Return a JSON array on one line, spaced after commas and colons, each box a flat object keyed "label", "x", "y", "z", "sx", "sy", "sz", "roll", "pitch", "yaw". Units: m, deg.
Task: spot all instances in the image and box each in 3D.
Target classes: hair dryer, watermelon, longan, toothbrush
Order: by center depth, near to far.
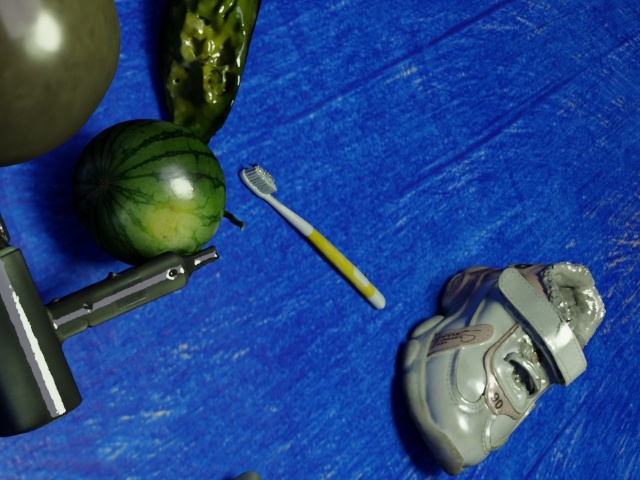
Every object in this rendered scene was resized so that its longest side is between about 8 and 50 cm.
[{"label": "longan", "x": -0.274, "y": -0.172, "z": 1.037, "sx": 0.246, "sy": 0.215, "sz": 0.246, "roll": -18, "pitch": 90, "yaw": -84}, {"label": "hair dryer", "x": -0.201, "y": 0.030, "z": 1.110, "sx": 0.248, "sy": 0.078, "sz": 0.196, "roll": -24, "pitch": 98, "yaw": -31}, {"label": "watermelon", "x": -0.151, "y": -0.040, "z": 1.225, "sx": 0.187, "sy": 0.140, "sz": 0.141, "roll": 23, "pitch": 58, "yaw": -60}, {"label": "toothbrush", "x": 0.000, "y": 0.000, "z": 1.523, "sx": 0.288, "sy": 0.024, "sz": 0.021, "roll": 44, "pitch": 43, "yaw": -38}]

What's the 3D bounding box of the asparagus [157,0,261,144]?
[{"label": "asparagus", "x": -0.108, "y": -0.283, "z": 1.399, "sx": 0.108, "sy": 0.128, "sz": 0.382, "roll": 17, "pitch": 59, "yaw": -11}]

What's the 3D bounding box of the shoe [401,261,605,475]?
[{"label": "shoe", "x": 0.238, "y": 0.140, "z": 1.658, "sx": 0.172, "sy": 0.198, "sz": 0.351, "roll": 56, "pitch": 37, "yaw": -24}]

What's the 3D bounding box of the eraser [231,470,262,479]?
[{"label": "eraser", "x": -0.083, "y": 0.324, "z": 1.158, "sx": 0.352, "sy": 0.061, "sz": 0.089, "roll": -81, "pitch": 150, "yaw": -72}]
